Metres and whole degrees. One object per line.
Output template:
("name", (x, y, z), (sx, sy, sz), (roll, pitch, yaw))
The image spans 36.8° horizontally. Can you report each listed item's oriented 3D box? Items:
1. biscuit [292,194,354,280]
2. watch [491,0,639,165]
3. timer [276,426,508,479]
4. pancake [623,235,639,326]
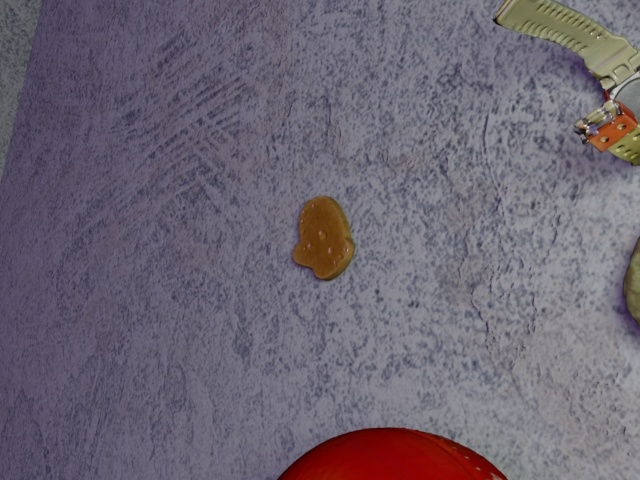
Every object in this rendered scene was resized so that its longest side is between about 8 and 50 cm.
("biscuit", (0.001, 0.000, 1.493), (0.118, 0.023, 0.140), (-37, 54, 35))
("watch", (0.298, -0.169, 1.036), (0.102, 0.268, 0.165), (-38, 63, 34))
("timer", (0.076, 0.406, 1.107), (0.378, 0.279, 0.378), (-18, 64, 41))
("pancake", (0.433, 0.021, 0.997), (0.241, 0.050, 0.242), (-20, 56, 33))
